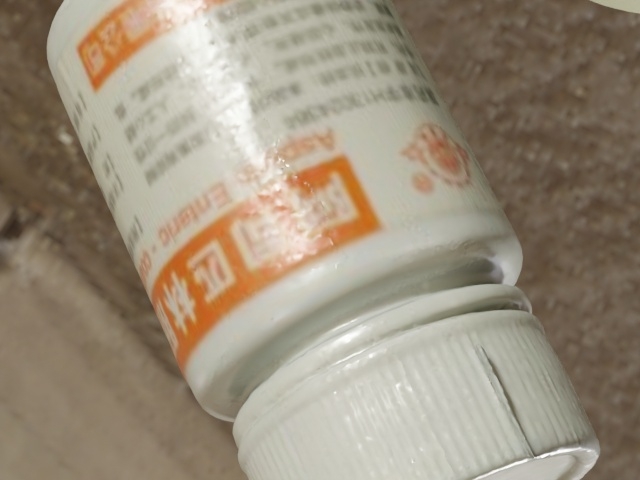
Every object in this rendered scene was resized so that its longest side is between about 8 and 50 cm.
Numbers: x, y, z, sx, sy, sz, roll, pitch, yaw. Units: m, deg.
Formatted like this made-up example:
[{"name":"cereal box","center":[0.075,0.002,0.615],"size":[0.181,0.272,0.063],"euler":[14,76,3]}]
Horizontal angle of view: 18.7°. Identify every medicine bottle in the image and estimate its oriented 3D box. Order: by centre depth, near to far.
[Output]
[{"name":"medicine bottle","center":[0.000,0.000,0.761],"size":[0.252,0.144,0.144],"euler":[62,155,17]}]

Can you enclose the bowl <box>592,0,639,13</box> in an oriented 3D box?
[{"name":"bowl","center":[0.141,-0.193,0.868],"size":[0.237,0.238,0.126],"euler":[30,145,-2]}]
